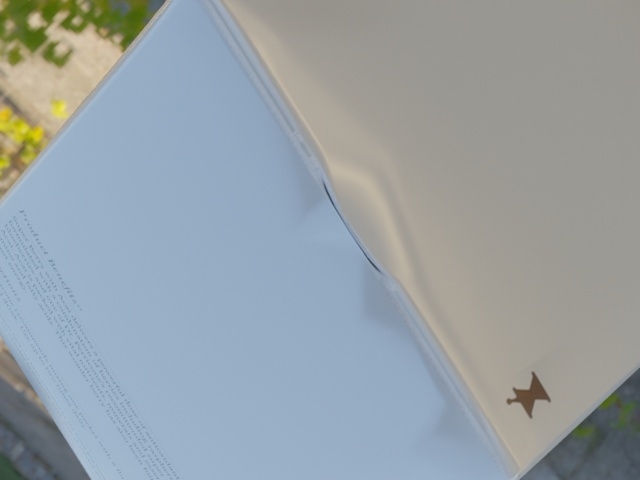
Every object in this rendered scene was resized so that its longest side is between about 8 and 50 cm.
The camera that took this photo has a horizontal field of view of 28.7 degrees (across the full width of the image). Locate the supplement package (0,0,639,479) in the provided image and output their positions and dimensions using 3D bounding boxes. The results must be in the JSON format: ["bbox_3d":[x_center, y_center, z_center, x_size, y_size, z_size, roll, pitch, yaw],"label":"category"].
[{"bbox_3d":[0.000,0.000,0.514,0.177,0.175,0.293,58,146,-1],"label":"supplement package"}]
